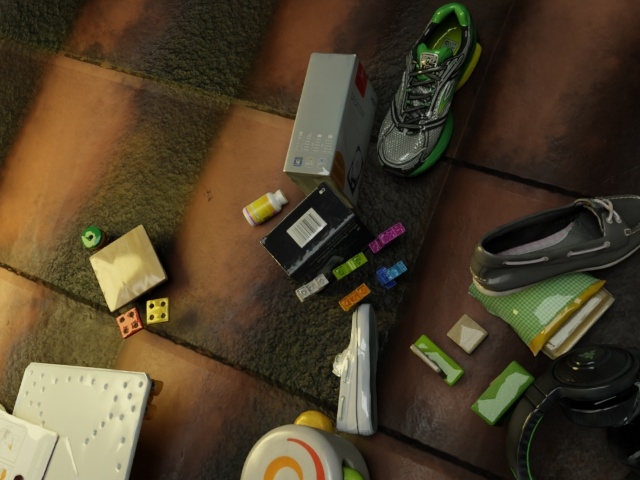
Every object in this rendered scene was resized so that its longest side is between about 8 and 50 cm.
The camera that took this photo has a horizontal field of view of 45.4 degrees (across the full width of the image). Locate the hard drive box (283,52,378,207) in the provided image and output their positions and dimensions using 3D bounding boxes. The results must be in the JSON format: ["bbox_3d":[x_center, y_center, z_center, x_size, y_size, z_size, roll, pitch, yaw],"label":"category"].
[{"bbox_3d":[0.024,-0.199,1.411,0.089,0.181,0.232,7,77,20],"label":"hard drive box"}]

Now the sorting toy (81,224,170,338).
[{"bbox_3d":[-0.374,0.067,1.534,0.132,0.046,0.274,-32,66,7],"label":"sorting toy"}]

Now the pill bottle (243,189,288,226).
[{"bbox_3d":[-0.106,-0.065,1.487,0.083,0.043,0.043,-32,67,7],"label":"pill bottle"}]

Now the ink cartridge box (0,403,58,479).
[{"bbox_3d":[-0.671,0.464,1.471,0.385,0.091,0.308,12,77,26],"label":"ink cartridge box"}]

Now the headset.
[{"bbox_3d":[0.450,0.245,1.089,0.243,0.185,0.394,40,94,-14],"label":"headset"}]

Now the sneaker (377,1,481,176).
[{"bbox_3d":[0.185,-0.278,1.401,0.134,0.146,0.343,17,81,22],"label":"sneaker"}]

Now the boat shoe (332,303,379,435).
[{"bbox_3d":[0.056,0.221,1.325,0.076,0.083,0.226,-3,74,16],"label":"boat shoe"}]

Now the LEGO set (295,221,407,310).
[{"bbox_3d":[0.064,0.072,1.360,0.227,0.093,0.087,-32,82,-17],"label":"LEGO set"}]

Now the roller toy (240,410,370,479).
[{"bbox_3d":[-0.023,0.404,1.259,0.191,0.146,0.209,-48,54,6],"label":"roller toy"}]

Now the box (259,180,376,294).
[{"bbox_3d":[0.000,0.000,1.370,0.156,0.158,0.093,-43,66,2],"label":"box"}]

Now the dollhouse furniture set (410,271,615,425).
[{"bbox_3d":[0.308,0.124,1.235,0.197,0.151,0.301,42,90,24],"label":"dollhouse furniture set"}]

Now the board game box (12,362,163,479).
[{"bbox_3d":[-0.457,0.424,1.373,0.390,0.050,0.390,-4,68,40],"label":"board game box"}]

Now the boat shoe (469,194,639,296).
[{"bbox_3d":[0.398,-0.008,1.226,0.335,0.095,0.112,-21,47,-7],"label":"boat shoe"}]
